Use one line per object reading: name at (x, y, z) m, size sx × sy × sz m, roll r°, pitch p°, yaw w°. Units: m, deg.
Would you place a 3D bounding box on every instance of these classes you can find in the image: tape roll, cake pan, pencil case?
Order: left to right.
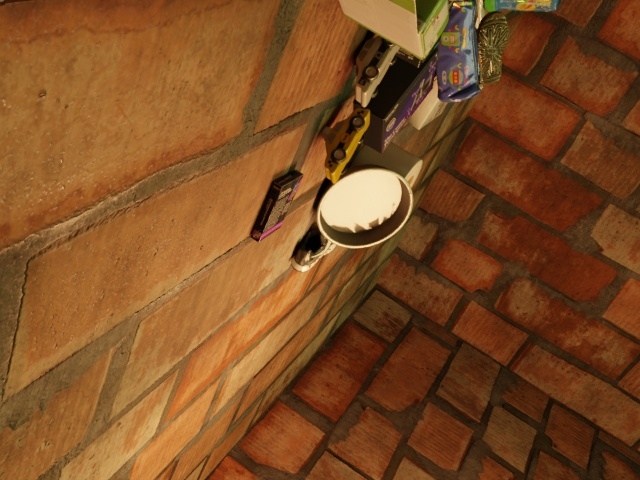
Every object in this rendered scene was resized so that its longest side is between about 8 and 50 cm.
cake pan at (0.126, -0.104, 1.991) m, size 0.054 × 0.293 × 0.293 m, roll -109°, pitch -144°, yaw -48°
tape roll at (0.194, -0.194, 2.165) m, size 0.246 × 0.169 × 0.246 m, roll -55°, pitch 168°, yaw -17°
pencil case at (0.369, -0.522, 1.825) m, size 0.119 × 0.133 × 0.306 m, roll -47°, pitch 135°, yaw -43°

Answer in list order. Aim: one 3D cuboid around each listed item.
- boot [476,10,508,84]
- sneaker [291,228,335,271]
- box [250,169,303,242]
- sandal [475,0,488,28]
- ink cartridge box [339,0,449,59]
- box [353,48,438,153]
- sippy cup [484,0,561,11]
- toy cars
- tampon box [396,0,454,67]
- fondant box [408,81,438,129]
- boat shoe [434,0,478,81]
boot at (0.458, -0.624, 2.032) m, size 0.089 × 0.269 × 0.236 m, roll -11°, pitch 134°, yaw -8°
sneaker at (0.000, 0.000, 2.103) m, size 0.234 × 0.078 × 0.106 m, roll -44°, pitch 165°, yaw -41°
box at (-0.102, -0.082, 1.601) m, size 0.162 × 0.029 × 0.116 m, roll -62°, pitch 168°, yaw 29°
sandal at (0.512, -0.759, 2.252) m, size 0.265 × 0.076 × 0.102 m, roll 72°, pitch 34°, yaw -49°
ink cartridge box at (0.121, -0.440, 1.181) m, size 0.097 × 0.189 × 0.255 m, roll -57°, pitch 168°, yaw 1°
box at (0.201, -0.392, 1.822) m, size 0.261 × 0.103 × 0.184 m, roll -53°, pitch 162°, yaw -15°
sippy cup at (0.665, -0.832, 2.154) m, size 0.305 × 0.224 × 0.240 m, roll -67°, pitch 160°, yaw -15°
toy cars at (0.079, -0.325, 1.589) m, size 0.176 × 0.087 × 0.393 m, roll -47°, pitch 162°, yaw -59°
tampon box at (0.242, -0.533, 1.644) m, size 0.120 × 0.101 × 0.161 m, roll -50°, pitch 165°, yaw -35°
fondant box at (0.393, -0.518, 2.249) m, size 0.238 × 0.096 × 0.330 m, roll -58°, pitch 170°, yaw 29°
boat shoe at (0.353, -0.571, 1.931) m, size 0.116 × 0.123 × 0.324 m, roll -55°, pitch 168°, yaw -40°
